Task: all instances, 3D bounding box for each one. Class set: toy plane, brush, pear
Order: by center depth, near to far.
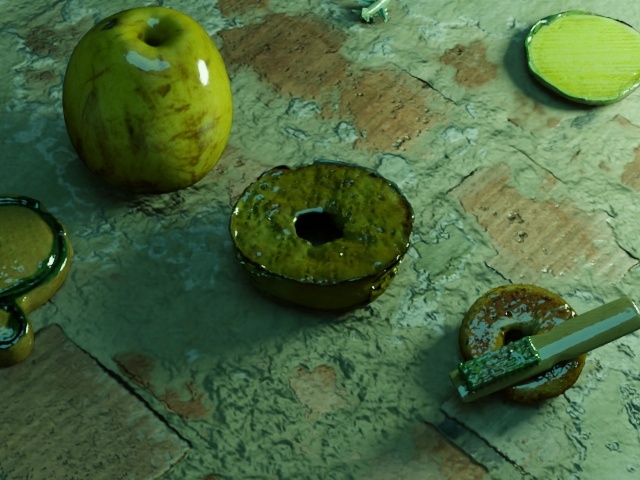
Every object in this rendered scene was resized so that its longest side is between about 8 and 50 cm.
[{"bbox_3d":[0.313,0.145,1.855,0.282,0.048,0.054,-22,63,-9],"label":"brush"},{"bbox_3d":[-0.261,-0.212,2.034,0.280,0.281,0.281,2,52,-2],"label":"pear"},{"bbox_3d":[0.093,-0.405,2.353,0.080,0.033,0.083,38,52,24],"label":"toy plane"}]

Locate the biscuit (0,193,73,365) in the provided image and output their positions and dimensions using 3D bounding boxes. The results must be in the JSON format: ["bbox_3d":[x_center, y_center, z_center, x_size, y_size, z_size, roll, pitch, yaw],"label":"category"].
[{"bbox_3d":[-0.512,0.066,1.926,0.343,0.057,0.287,-25,58,-21],"label":"biscuit"}]

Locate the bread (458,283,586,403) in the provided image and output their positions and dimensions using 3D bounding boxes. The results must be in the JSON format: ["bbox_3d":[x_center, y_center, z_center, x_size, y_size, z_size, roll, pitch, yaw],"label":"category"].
[{"bbox_3d":[0.290,0.145,1.918,0.193,0.064,0.193,-1,56,1],"label":"bread"}]

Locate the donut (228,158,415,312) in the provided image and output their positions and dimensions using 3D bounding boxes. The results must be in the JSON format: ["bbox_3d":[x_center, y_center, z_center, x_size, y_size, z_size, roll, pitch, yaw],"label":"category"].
[{"bbox_3d":[0.000,0.000,1.990,0.272,0.107,0.272,0,48,0],"label":"donut"}]

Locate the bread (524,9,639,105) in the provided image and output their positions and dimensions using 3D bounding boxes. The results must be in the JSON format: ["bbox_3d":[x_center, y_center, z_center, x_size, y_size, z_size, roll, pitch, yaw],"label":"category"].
[{"bbox_3d":[0.458,-0.311,2.304,0.228,0.033,0.228,2,50,-3],"label":"bread"}]
